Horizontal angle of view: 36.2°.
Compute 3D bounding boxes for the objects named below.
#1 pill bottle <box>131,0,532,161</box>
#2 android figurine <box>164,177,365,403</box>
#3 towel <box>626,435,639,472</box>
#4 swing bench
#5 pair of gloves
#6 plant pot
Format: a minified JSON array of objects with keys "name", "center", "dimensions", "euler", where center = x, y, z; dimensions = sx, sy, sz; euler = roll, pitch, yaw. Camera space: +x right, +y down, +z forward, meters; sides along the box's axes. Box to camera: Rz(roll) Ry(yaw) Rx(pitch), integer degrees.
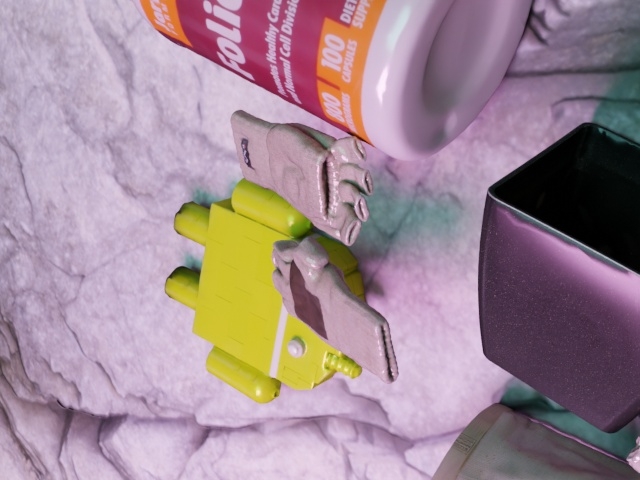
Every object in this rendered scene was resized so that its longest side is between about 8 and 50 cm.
[{"name":"pill bottle","center":[-0.030,-0.248,0.867],"dimensions":[0.392,0.224,0.224],"euler":[31,118,25]},{"name":"android figurine","center":[-0.058,0.060,1.077],"dimensions":[0.272,0.056,0.248],"euler":[27,116,29]},{"name":"towel","center":[0.387,0.116,0.744],"dimensions":[0.187,0.049,0.282],"euler":[33,113,7]},{"name":"swing bench","center":[0.216,0.322,0.883],"dimensions":[0.253,0.165,0.255],"euler":[21,113,30]},{"name":"pair of gloves","center":[0.000,0.000,0.905],"dimensions":[0.204,0.042,0.240],"euler":[25,133,57]},{"name":"plant pot","center":[0.234,0.037,0.795],"dimensions":[0.187,0.188,0.167],"euler":[32,130,24]}]
